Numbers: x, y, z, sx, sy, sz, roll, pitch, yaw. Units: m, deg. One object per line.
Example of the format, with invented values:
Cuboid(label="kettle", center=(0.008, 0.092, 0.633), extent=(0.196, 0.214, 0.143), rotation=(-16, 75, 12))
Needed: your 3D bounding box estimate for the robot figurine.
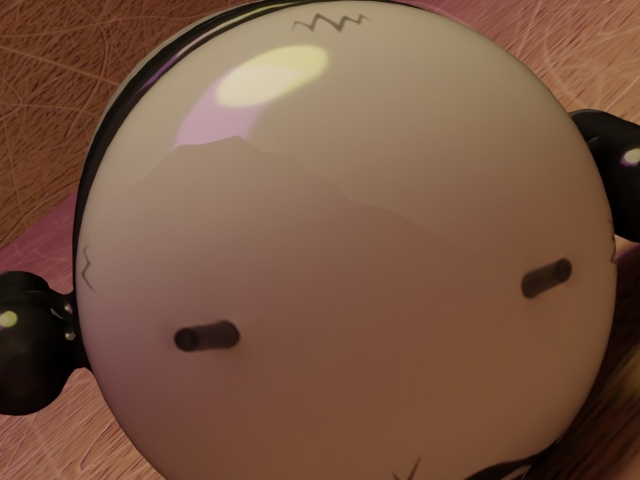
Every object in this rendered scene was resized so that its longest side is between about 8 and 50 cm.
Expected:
Cuboid(label="robot figurine", center=(-0.001, 0.003, 0.541), extent=(0.209, 0.173, 0.278), rotation=(-54, 11, 2))
